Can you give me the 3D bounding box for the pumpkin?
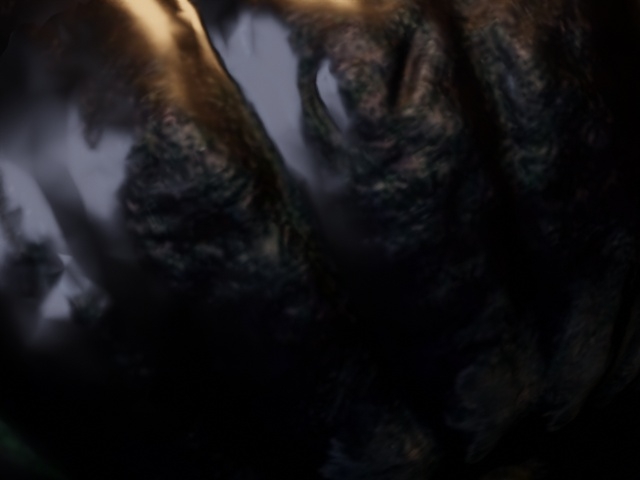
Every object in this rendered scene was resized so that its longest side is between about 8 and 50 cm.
[{"bbox_3d":[0.000,0.000,0.640,0.363,0.363,0.266,-50,47,26],"label":"pumpkin"}]
